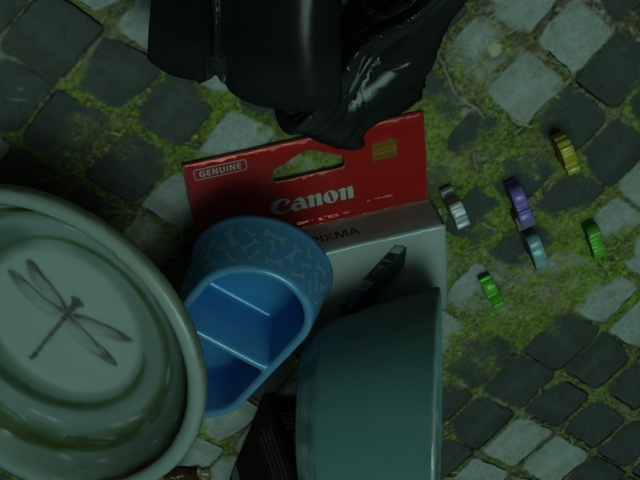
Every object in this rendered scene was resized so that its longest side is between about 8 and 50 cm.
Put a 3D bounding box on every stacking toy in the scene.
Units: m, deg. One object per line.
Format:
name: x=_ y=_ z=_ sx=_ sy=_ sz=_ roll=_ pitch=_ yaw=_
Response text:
stacking toy: x=0.258 y=-0.017 z=1.790 sx=0.167 sy=0.052 sz=0.221 roll=-26 pitch=129 yaw=2

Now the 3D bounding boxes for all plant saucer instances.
plant saucer: x=-0.295 y=0.099 z=1.604 sx=0.400 sy=0.100 sz=0.400 roll=11 pitch=122 yaw=17

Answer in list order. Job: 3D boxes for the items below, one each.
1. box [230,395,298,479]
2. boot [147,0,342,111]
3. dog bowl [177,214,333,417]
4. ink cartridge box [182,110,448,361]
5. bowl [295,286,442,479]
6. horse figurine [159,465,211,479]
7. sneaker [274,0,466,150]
box: x=0.012 y=0.324 z=1.887 sx=0.203 sy=0.168 sz=0.167 roll=8 pitch=123 yaw=-24
boot: x=0.003 y=-0.310 z=1.290 sx=0.146 sy=0.367 sz=0.445 roll=-25 pitch=135 yaw=-43
dog bowl: x=-0.108 y=0.098 z=1.654 sx=0.166 sy=0.074 sz=0.297 roll=30 pitch=128 yaw=-17
ink cartridge box: x=0.000 y=0.000 z=1.711 sx=0.296 sy=0.066 sz=0.261 roll=-13 pitch=129 yaw=-8
bowl: x=0.060 y=0.210 z=1.692 sx=0.163 sy=0.311 sz=0.311 roll=0 pitch=127 yaw=5
horse figurine: x=-0.238 y=0.382 z=1.918 sx=0.174 sy=0.066 sz=0.263 roll=1 pitch=127 yaw=-26
sneaker: x=0.078 y=-0.211 z=1.571 sx=0.286 sy=0.109 sz=0.130 roll=-43 pitch=136 yaw=23
